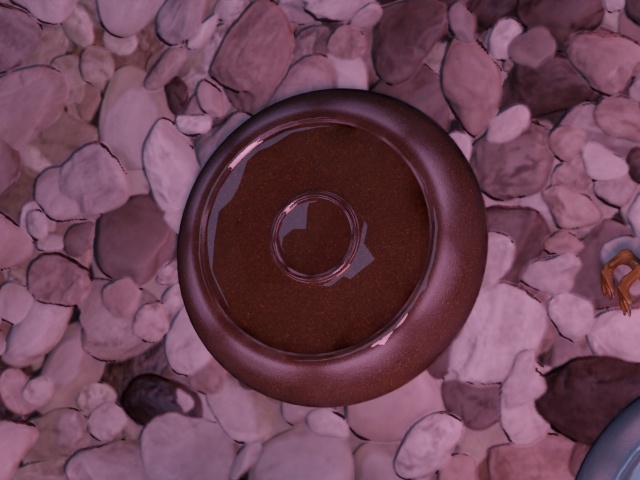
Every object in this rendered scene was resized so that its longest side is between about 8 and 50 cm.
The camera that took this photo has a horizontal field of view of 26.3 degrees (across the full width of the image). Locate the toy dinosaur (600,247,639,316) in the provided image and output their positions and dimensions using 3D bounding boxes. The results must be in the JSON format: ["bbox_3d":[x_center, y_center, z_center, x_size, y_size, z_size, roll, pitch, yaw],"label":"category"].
[{"bbox_3d":[0.302,0.016,1.191,0.112,0.064,0.211,-17,83,-5],"label":"toy dinosaur"}]

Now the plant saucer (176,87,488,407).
[{"bbox_3d":[0.000,0.000,1.288,0.311,0.050,0.310,-4,78,18],"label":"plant saucer"}]

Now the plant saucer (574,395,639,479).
[{"bbox_3d":[0.357,0.256,1.126,0.318,0.044,0.317,-4,77,17],"label":"plant saucer"}]
